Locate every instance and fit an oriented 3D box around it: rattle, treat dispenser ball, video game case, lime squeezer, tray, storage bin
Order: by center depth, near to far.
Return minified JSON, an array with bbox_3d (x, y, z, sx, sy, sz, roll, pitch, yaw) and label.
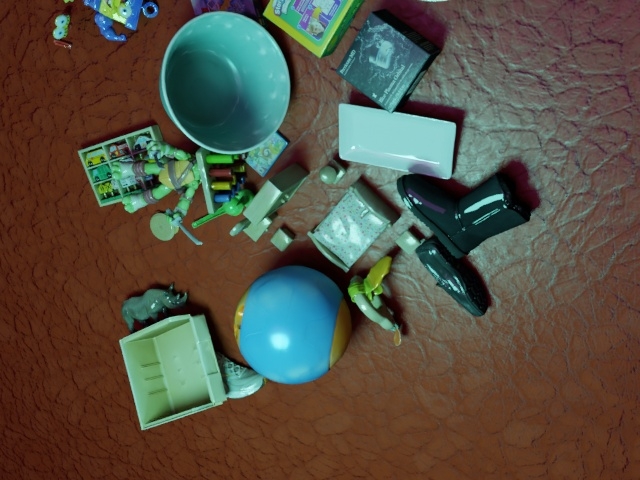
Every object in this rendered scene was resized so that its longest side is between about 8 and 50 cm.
[{"bbox_3d":[0.171,-0.229,1.656,0.270,0.030,0.145,13,128,19],"label":"tray"},{"bbox_3d":[0.172,0.145,1.788,0.143,0.130,0.199,-44,99,2],"label":"rattle"},{"bbox_3d":[-0.068,0.206,1.800,0.288,0.288,0.288,9,114,21],"label":"treat dispenser ball"},{"bbox_3d":[-0.170,-0.254,1.819,0.166,0.015,0.119,42,121,4],"label":"video game case"},{"bbox_3d":[-0.227,-0.079,1.872,0.059,0.110,0.310,46,154,-18],"label":"lime squeezer"},{"bbox_3d":[-0.409,0.363,2.048,0.260,0.123,0.262,-25,76,38],"label":"storage bin"}]

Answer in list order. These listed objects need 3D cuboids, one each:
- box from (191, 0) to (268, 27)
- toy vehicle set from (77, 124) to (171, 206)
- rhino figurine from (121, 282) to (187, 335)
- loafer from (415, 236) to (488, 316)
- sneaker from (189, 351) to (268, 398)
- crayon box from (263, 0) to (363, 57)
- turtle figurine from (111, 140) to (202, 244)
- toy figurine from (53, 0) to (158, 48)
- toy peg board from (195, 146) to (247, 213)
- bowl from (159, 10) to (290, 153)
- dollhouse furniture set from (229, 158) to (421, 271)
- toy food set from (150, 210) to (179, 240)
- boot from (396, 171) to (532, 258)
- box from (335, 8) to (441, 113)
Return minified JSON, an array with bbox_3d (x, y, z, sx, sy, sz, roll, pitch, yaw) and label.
[{"bbox_3d":[-0.228,-0.586,1.693,0.159,0.044,0.233,-8,107,27],"label":"box"},{"bbox_3d":[-0.521,-0.199,1.986,0.267,0.035,0.166,-12,105,28],"label":"toy vehicle set"},{"bbox_3d":[-0.475,0.190,2.104,0.243,0.073,0.106,-23,103,28],"label":"rhino figurine"},{"bbox_3d":[0.307,0.088,1.713,0.223,0.076,0.078,51,139,-9],"label":"loafer"},{"bbox_3d":[-0.274,0.371,2.076,0.262,0.099,0.121,-4,104,24],"label":"sneaker"},{"bbox_3d":[0.016,-0.556,1.574,0.165,0.081,0.278,39,121,6],"label":"crayon box"},{"bbox_3d":[-0.404,-0.139,1.810,0.266,0.274,0.198,-8,141,29],"label":"turtle figurine"},{"bbox_3d":[-0.492,-0.620,1.776,0.217,0.191,0.362,16,112,-16],"label":"toy figurine"},{"bbox_3d":[-0.222,-0.171,1.783,0.079,0.161,0.160,1,119,16],"label":"toy peg board"},{"bbox_3d":[-0.241,-0.350,1.677,0.163,0.311,0.311,7,118,58],"label":"bowl"},{"bbox_3d":[0.000,0.000,1.754,0.355,0.174,0.303,43,122,3],"label":"dollhouse furniture set"},{"bbox_3d":[-0.433,-0.040,2.021,0.082,0.020,0.083,46,122,1],"label":"toy food set"},{"bbox_3d":[0.317,-0.095,1.614,0.246,0.094,0.207,47,125,-9],"label":"boot"},{"bbox_3d":[0.145,-0.385,1.580,0.158,0.093,0.156,38,121,7],"label":"box"}]
